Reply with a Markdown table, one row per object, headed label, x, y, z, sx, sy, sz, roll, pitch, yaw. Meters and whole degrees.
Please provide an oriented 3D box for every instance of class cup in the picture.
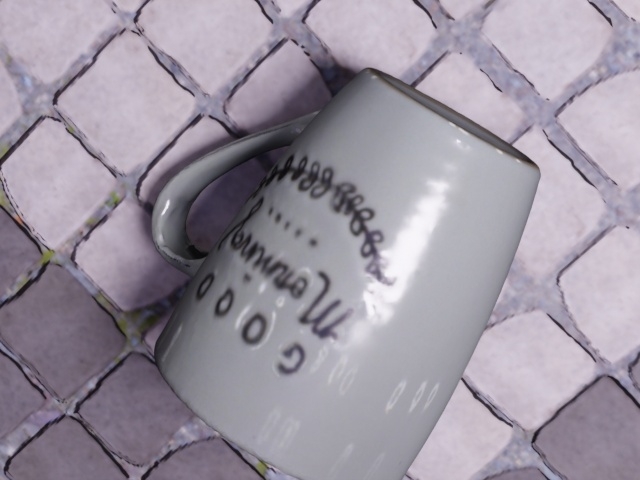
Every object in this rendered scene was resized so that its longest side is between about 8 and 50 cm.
| label | x | y | z | sx | sy | sz | roll | pitch | yaw |
| --- | --- | --- | --- | --- | --- | --- | --- | --- | --- |
| cup | 0.000 | 0.000 | 0.896 | 0.258 | 0.186 | 0.234 | 35 | 102 | 29 |
